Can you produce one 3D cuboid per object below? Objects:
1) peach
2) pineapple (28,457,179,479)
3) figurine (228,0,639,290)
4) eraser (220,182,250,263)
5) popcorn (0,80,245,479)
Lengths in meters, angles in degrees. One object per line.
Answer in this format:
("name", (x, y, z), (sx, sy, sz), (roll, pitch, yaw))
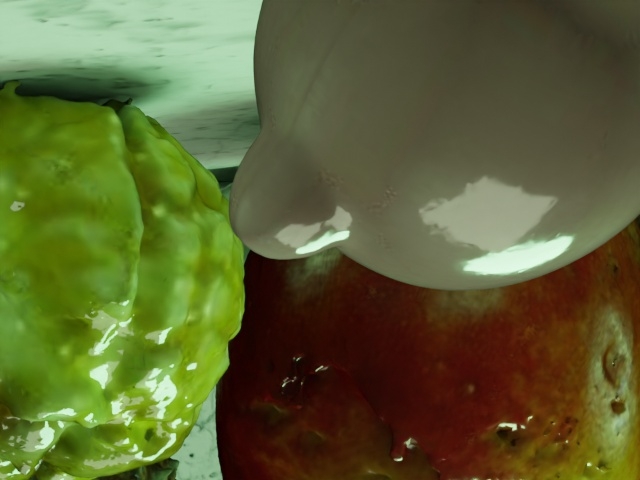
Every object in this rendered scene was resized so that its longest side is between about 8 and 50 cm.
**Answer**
("peach", (0.095, 0.094, 1.355), (0.339, 0.416, 0.353), (7, -172, 11))
("pineapple", (-0.184, 0.214, 1.444), (0.166, 0.166, 0.193), (-8, -177, 26))
("figurine", (0.056, -0.062, 0.664), (0.173, 0.173, 0.173), (-6, 176, 0))
("eraser", (-0.026, 0.068, 1.711), (0.092, 0.274, 0.210), (-40, -178, -14))
("popcorn", (-0.177, 0.027, 1.117), (0.282, 0.247, 0.282), (-10, 166, -3))
